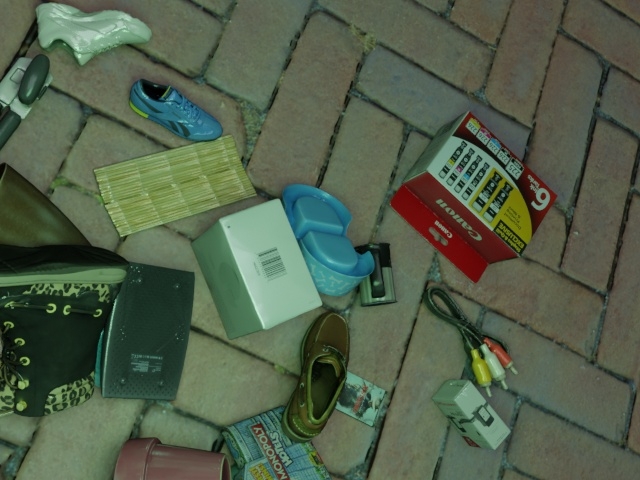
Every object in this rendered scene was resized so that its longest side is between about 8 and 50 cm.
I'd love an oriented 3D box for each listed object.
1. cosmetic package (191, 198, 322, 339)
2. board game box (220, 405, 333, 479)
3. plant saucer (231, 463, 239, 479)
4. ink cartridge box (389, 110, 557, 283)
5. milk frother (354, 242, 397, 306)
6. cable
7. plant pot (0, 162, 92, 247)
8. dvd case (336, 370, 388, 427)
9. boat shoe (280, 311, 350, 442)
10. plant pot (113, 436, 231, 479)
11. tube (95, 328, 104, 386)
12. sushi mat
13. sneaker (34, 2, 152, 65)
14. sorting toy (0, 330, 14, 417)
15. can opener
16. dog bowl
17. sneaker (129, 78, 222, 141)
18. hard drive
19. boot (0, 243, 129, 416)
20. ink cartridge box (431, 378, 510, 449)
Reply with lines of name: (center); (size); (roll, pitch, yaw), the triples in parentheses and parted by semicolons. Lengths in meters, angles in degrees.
cosmetic package: (-0.133, 0.063, 1.541); (0.138, 0.225, 0.224); (-21, 88, -27)
board game box: (-0.105, 0.428, 1.505); (0.194, 0.060, 0.194); (-12, 60, -40)
plant saucer: (-0.079, 0.560, 1.482); (0.318, 0.043, 0.317); (17, 45, -19)
ink cartridge box: (0.363, -0.096, 1.839); (0.309, 0.130, 0.272); (41, 68, -10)
milk frother: (0.087, 0.079, 1.713); (0.143, 0.129, 0.134); (-10, 79, 19)
cable: (0.359, 0.213, 1.801); (0.139, 0.072, 0.287); (-31, 91, -31)
plant pot: (-0.532, 0.009, 1.413); (0.230, 0.215, 0.215); (35, 67, -29)
dvd case: (0.082, 0.344, 1.687); (0.119, 0.013, 0.087); (30, 69, -15)
boat shoe: (0.014, 0.264, 1.583); (0.111, 0.104, 0.307); (26, 49, -13)
plant pot: (-0.257, 0.453, 1.388); (0.180, 0.201, 0.201); (-3, 79, 1)
tube: (-0.406, 0.174, 1.500); (0.080, 0.052, 0.207); (36, 69, -23)
sushi mat: (-0.301, -0.120, 1.623); (0.317, 0.019, 0.151); (-19, 86, -25)
sneaker: (-0.465, -0.412, 1.591); (0.232, 0.090, 0.115); (2, 84, -13)
sorting toy: (-0.642, 0.231, 1.397); (0.193, 0.038, 0.208); (-13, 80, -25)
can opener: (-0.612, -0.242, 1.477); (0.076, 0.095, 0.283); (32, 68, -13)
dog bowl: (0.000, 0.000, 1.613); (0.166, 0.074, 0.297); (11, 35, -30)
sneaker: (-0.297, -0.273, 1.621); (0.209, 0.082, 0.069); (24, 59, -17)
hard drive: (-0.336, 0.175, 1.487); (0.172, 0.054, 0.254); (13, 83, -41)
boot: (-0.516, 0.153, 1.291); (0.377, 0.138, 0.284); (-3, 113, -46)
ink cartridge box: (0.334, 0.388, 1.731); (0.063, 0.109, 0.150); (-42, 96, -21)
